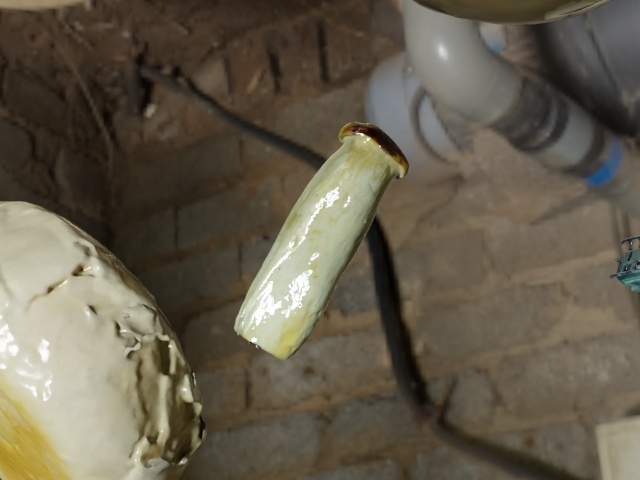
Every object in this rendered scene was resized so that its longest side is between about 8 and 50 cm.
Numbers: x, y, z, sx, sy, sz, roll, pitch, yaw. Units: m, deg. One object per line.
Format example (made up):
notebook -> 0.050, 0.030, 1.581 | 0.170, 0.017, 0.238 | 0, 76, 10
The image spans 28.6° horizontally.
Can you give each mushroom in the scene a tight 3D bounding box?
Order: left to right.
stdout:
mushroom -> 0.000, 0.000, 1.551 | 0.100, 0.312, 0.081 | 32, -172, 7

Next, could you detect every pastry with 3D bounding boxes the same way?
pastry -> -0.198, 0.088, 0.916 | 0.133, 0.265, 0.265 | -41, 170, -26

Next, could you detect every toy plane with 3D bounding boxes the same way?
toy plane -> 0.474, 0.035, 1.704 | 0.096, 0.060, 0.235 | 29, 160, -17

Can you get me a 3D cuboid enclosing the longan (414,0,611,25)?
longan -> 0.129, -0.316, 0.831 | 0.361, 0.361, 0.361 | -3, 155, -1
